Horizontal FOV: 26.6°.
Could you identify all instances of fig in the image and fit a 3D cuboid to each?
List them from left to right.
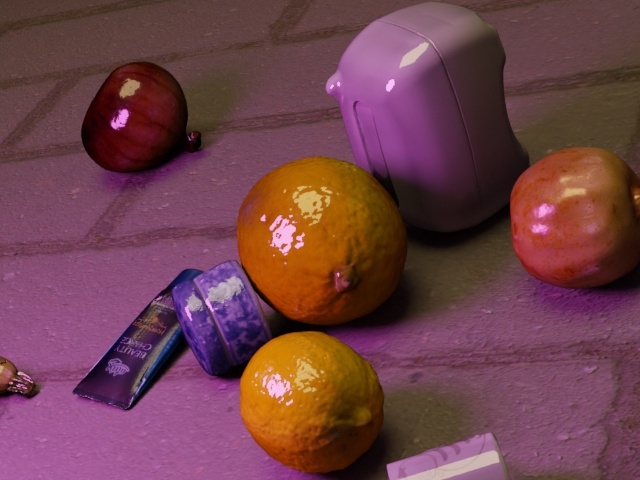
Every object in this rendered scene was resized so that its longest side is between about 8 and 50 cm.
[{"bbox_3d":[-0.360,-0.234,2.652,0.235,0.214,0.235,-26,44,28],"label":"fig"}]

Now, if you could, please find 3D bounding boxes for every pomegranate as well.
[{"bbox_3d":[0.355,-0.027,1.852,0.207,0.207,0.207,-15,29,9],"label":"pomegranate"}]

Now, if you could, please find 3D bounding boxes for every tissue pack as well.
[{"bbox_3d":[0.162,-0.178,2.070,0.236,0.333,0.229,-30,31,-19],"label":"tissue pack"}]

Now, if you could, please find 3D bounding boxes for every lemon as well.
[{"bbox_3d":[-0.011,0.203,1.700,0.193,0.181,0.180,28,51,25],"label":"lemon"},{"bbox_3d":[0.001,0.001,1.961,0.267,0.267,0.267,-15,29,9],"label":"lemon"}]

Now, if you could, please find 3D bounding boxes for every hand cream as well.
[{"bbox_3d":[-0.257,0.153,2.073,0.120,0.061,0.270,11,49,36],"label":"hand cream"}]

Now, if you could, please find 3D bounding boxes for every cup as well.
[{"bbox_3d":[0.146,0.271,1.548,0.133,0.099,0.136,-19,42,4],"label":"cup"}]

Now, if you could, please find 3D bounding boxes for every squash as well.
[{"bbox_3d":[-0.588,0.220,2.139,0.318,0.080,0.071,-8,-7,20],"label":"squash"}]

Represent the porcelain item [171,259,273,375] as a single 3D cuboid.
[{"bbox_3d":[-0.145,0.114,1.959,0.114,0.147,0.147,-24,29,-8],"label":"porcelain item"}]
